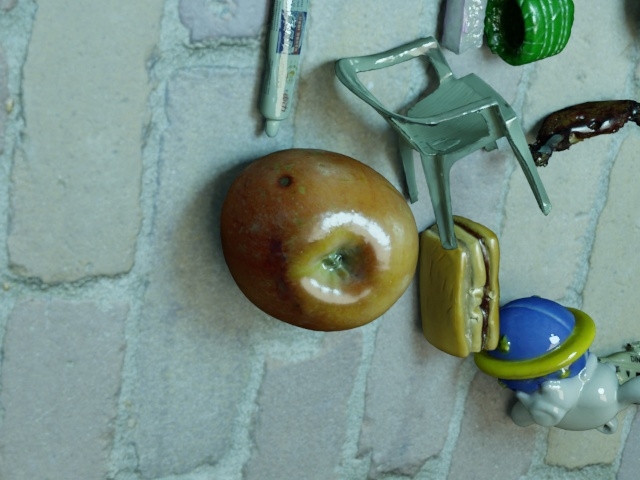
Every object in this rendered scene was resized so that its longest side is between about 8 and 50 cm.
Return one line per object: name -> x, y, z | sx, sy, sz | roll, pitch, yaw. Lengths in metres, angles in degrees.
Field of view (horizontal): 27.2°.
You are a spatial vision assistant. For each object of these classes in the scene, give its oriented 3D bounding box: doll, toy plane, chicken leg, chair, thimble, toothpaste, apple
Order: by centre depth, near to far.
toothpaste -> -0.045, -0.244, 1.669 | 0.060, 0.038, 0.233 | 0, 107, -33
apple -> 0.000, 0.000, 1.677 | 0.253, 0.253, 0.253 | -11, 115, -25
chair -> 0.153, -0.142, 1.724 | 0.190, 0.203, 0.274 | -27, 126, -4
thimble -> 0.278, -0.301, 1.776 | 0.090, 0.118, 0.130 | -19, 145, -26
chicken leg -> 0.362, -0.154, 1.883 | 0.253, 0.106, 0.051 | -26, 114, -34
doll -> 0.360, 0.197, 1.916 | 0.159, 0.311, 0.242 | -34, 114, -45
toy plane -> 0.459, 0.202, 2.101 | 0.286, 0.092, 0.108 | 15, 81, -33

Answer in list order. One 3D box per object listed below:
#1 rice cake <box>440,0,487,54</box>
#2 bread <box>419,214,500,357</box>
rice cake -> 0.195, -0.379, 1.735 | 0.049, 0.055, 0.270 | -7, 114, -27
bread -> 0.195, 0.066, 1.876 | 0.077, 0.116, 0.200 | -16, 117, -28
